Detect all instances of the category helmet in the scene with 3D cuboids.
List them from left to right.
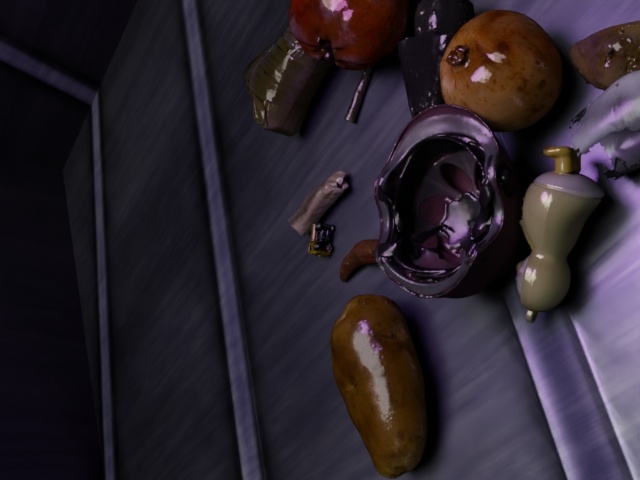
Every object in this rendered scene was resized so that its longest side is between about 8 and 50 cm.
[{"bbox_3d":[0.249,-0.054,1.230,0.271,0.197,0.338,-4,75,45],"label":"helmet"}]

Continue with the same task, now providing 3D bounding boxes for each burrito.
[{"bbox_3d":[-0.010,-0.090,1.694,0.226,0.060,0.087,-46,27,37],"label":"burrito"}]

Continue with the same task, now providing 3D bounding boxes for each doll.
[{"bbox_3d":[0.371,-0.008,1.110,0.117,0.141,0.296,23,105,25],"label":"doll"}]

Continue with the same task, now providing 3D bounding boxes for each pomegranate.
[{"bbox_3d":[0.311,-0.300,1.198,0.215,0.215,0.215,-17,68,50],"label":"pomegranate"}]

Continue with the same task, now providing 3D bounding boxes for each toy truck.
[{"bbox_3d":[0.000,0.000,1.673,0.054,0.049,0.083,-8,74,54],"label":"toy truck"}]

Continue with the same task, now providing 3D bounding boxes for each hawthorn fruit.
[{"bbox_3d":[0.066,-0.520,1.540,0.284,0.284,0.284,-17,68,50],"label":"hawthorn fruit"}]

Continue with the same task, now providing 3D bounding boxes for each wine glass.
[{"bbox_3d":[0.515,-0.215,0.971,0.321,0.143,0.143,-43,49,41],"label":"wine glass"}]

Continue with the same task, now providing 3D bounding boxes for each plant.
[{"bbox_3d":[0.246,-0.365,1.363,0.164,0.141,0.256,17,106,54],"label":"plant"}]

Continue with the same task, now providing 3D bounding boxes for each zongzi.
[{"bbox_3d":[-0.096,-0.500,1.852,0.323,0.160,0.360,-55,36,21],"label":"zongzi"}]

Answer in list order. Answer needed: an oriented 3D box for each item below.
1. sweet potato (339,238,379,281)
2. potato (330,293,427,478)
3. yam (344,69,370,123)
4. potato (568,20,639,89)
[{"bbox_3d":[0.113,0.034,1.510,0.255,0.058,0.078,-21,85,54],"label":"sweet potato"},{"bbox_3d":[0.116,0.282,1.365,0.195,0.176,0.369,-22,65,18],"label":"potato"},{"bbox_3d":[0.095,-0.349,1.655,0.027,0.033,0.129,-125,57,-75],"label":"yam"},{"bbox_3d":[0.461,-0.290,1.095,0.172,0.089,0.101,-6,79,51],"label":"potato"}]
